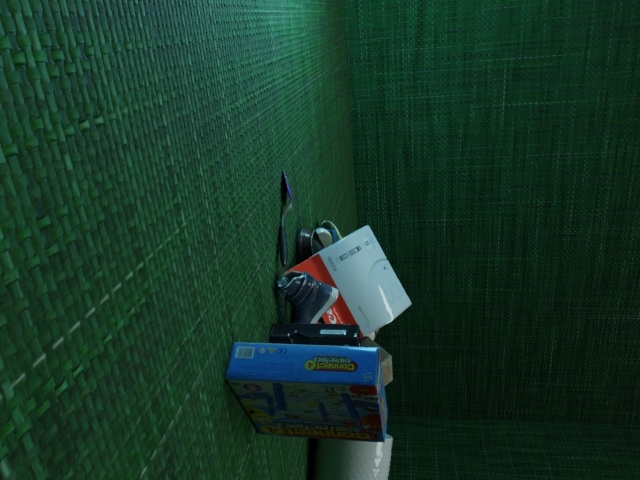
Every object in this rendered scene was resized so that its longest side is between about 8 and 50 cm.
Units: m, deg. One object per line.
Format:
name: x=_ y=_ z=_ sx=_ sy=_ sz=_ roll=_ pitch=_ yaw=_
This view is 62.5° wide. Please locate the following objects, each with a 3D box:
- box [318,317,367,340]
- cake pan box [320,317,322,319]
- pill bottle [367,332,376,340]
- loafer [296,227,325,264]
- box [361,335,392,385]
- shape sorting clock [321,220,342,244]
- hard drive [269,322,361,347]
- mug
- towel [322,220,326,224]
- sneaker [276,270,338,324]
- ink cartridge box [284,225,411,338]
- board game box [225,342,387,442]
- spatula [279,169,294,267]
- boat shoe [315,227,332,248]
box: x=0.053 y=0.360 z=1.815 sx=0.060 sy=0.216 sz=0.270 roll=-121 pitch=-165 yaw=-44
cake pan box: x=0.022 y=0.232 z=2.003 sx=0.246 sy=0.070 sz=0.267 roll=56 pitch=43 yaw=-71
pill bottle: x=0.148 y=0.354 z=2.121 sx=0.283 sy=0.161 sz=0.161 roll=-28 pitch=117 yaw=-74
loafer: x=0.037 y=0.107 z=1.788 sx=0.366 sy=0.130 sz=0.134 roll=63 pitch=25 yaw=-25
box: x=0.085 y=0.473 z=1.740 sx=0.121 sy=0.311 sz=0.148 roll=36 pitch=-32 yaw=41
shape sorting clock: x=0.051 y=0.022 z=2.098 sx=0.206 sy=0.040 sz=0.206 roll=43 pitch=-39 yaw=49
hard drive: x=0.001 y=0.375 z=1.455 sx=0.064 sy=0.237 sz=0.339 roll=-74 pitch=159 yaw=-59
mug: x=0.089 y=0.867 z=1.953 sx=0.374 sy=0.276 sz=0.328 roll=155 pitch=-54 yaw=-68
towel: x=0.026 y=-0.021 z=2.274 sx=0.152 sy=0.023 sz=0.113 roll=32 pitch=60 yaw=-81
sneaker: x=-0.079 y=0.189 z=1.472 sx=0.226 sy=0.163 sz=0.086 roll=-54 pitch=-155 yaw=7
ink cartridge box: x=0.098 y=0.152 z=1.664 sx=0.385 sy=0.091 sz=0.308 roll=-28 pitch=90 yaw=-49
board game box: x=-0.016 y=0.338 z=1.153 sx=0.302 sy=0.308 sz=0.086 roll=77 pitch=17 yaw=-48
spatula: x=-0.099 y=-0.060 z=1.514 sx=0.084 sy=0.030 sz=0.296 roll=74 pitch=18 yaw=-64
boat shoe: x=0.001 y=0.000 z=1.991 sx=0.227 sy=0.079 sz=0.081 roll=76 pitch=-3 yaw=-63
